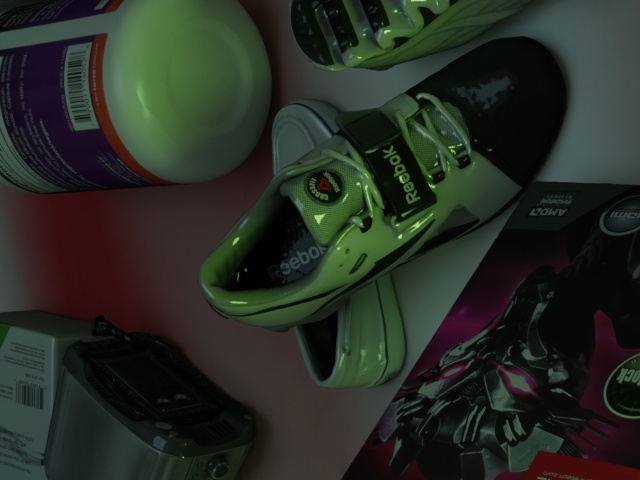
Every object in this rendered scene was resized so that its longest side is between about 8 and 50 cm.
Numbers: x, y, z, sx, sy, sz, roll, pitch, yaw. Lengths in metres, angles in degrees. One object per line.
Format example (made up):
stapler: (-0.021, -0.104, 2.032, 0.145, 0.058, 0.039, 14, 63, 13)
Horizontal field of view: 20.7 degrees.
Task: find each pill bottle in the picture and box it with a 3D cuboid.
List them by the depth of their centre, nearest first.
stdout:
pill bottle: (-0.210, -0.135, 1.611, 0.323, 0.181, 0.181, -2, 91, 45)

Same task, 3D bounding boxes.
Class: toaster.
toaster: (-0.171, 0.186, 1.630, 0.227, 0.129, 0.146, 35, 118, 36)

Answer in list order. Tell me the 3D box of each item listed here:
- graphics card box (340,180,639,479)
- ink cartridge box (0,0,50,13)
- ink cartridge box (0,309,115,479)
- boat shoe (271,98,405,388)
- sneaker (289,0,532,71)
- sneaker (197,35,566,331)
graphics card box: (0.165, 0.120, 1.165, 0.233, 0.371, 0.094, 4, 138, 45)
ink cartridge box: (-0.353, -0.281, 1.679, 0.395, 0.270, 0.151, -31, 70, 41)
ink cartridge box: (-0.281, 0.184, 1.763, 0.153, 0.087, 0.208, 10, 100, 44)
boat shoe: (0.000, 0.000, 1.481, 0.095, 0.084, 0.258, -31, 72, 41)
sneaker: (0.121, -0.211, 1.343, 0.292, 0.118, 0.110, -22, 72, 23)
sneaker: (0.045, -0.037, 1.347, 0.330, 0.146, 0.122, -40, 76, 14)
